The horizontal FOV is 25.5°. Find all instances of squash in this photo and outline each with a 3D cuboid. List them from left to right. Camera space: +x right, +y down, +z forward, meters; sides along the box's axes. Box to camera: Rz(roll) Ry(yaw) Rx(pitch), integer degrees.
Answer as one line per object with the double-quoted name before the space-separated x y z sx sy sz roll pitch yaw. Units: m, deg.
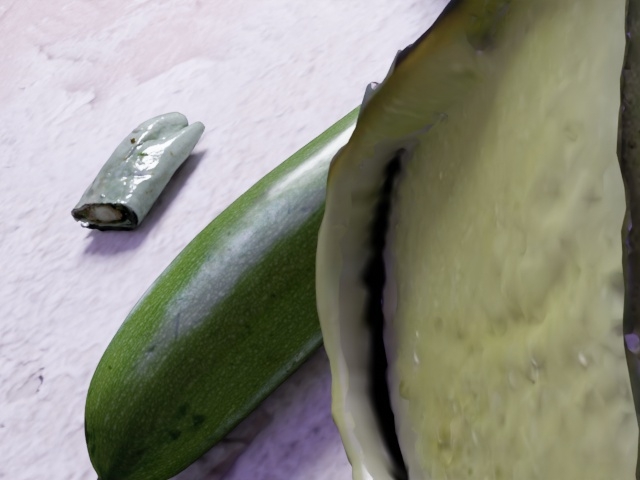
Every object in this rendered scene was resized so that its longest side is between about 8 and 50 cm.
"squash" 0.000 0.000 0.877 0.395 0.107 0.107 -41 35 -7

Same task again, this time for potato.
"potato" 0.144 0.024 0.656 0.280 0.213 0.330 -21 67 62

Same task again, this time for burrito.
"burrito" -0.143 -0.057 1.123 0.074 0.044 0.118 2 52 47
